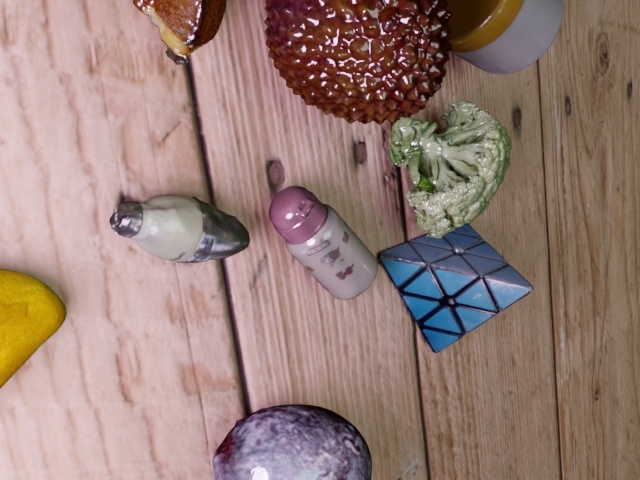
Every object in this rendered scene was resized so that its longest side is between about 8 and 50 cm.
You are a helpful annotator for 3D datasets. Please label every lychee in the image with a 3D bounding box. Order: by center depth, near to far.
[{"bbox_3d":[0.061,-0.342,1.135,0.306,0.330,0.306,-28,141,-25],"label":"lychee"}]

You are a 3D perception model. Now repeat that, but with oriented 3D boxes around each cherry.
[{"bbox_3d":[-0.037,0.399,1.154,0.296,0.218,0.255,25,79,-30],"label":"cherry"}]

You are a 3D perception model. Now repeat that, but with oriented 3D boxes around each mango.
[{"bbox_3d":[-0.434,0.122,0.795,0.316,0.119,0.177,-28,105,-46],"label":"mango"}]

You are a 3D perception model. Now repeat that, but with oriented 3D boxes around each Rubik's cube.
[{"bbox_3d":[0.277,0.084,1.497,0.233,0.229,0.228,-32,77,1],"label":"Rubik's cube"}]

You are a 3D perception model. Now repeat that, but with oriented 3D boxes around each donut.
[{"bbox_3d":[-0.191,-0.369,0.990,0.187,0.144,0.126,51,34,-6],"label":"donut"}]

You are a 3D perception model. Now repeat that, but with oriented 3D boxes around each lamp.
[{"bbox_3d":[-0.197,-0.015,1.035,0.250,0.101,0.101,14,84,-49],"label":"lamp"}]

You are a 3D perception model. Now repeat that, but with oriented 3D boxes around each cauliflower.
[{"bbox_3d":[0.242,-0.155,1.420,0.250,0.275,0.272,28,106,-7],"label":"cauliflower"}]

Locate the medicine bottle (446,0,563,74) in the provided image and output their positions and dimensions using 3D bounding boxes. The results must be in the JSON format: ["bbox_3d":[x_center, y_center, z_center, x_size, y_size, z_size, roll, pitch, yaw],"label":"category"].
[{"bbox_3d":[0.340,-0.484,1.439,0.231,0.237,0.238,11,86,-47],"label":"medicine bottle"}]

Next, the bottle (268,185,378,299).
[{"bbox_3d":[0.000,0.000,1.229,0.233,0.109,0.110,47,62,-36],"label":"bottle"}]
